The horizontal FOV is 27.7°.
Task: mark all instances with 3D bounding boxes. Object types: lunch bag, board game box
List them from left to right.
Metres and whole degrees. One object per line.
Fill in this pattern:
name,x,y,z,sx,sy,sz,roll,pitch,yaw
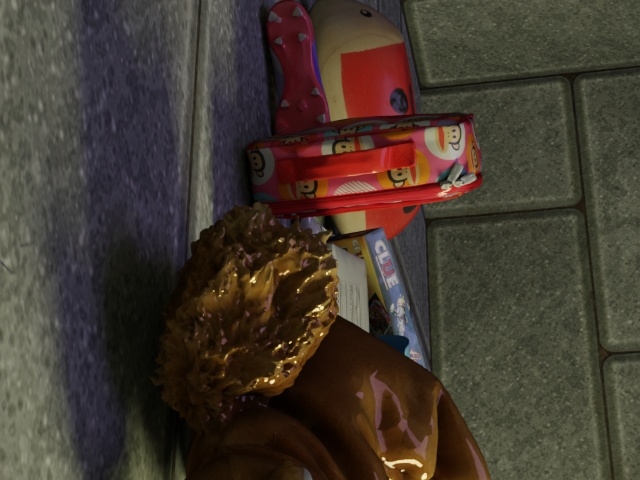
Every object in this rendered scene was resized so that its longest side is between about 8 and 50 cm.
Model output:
board game box,0.053,0.111,1.818,0.042,0.165,0.243,-23,99,-42
lunch bag,0.057,-0.099,1.668,0.258,0.293,0.120,-26,110,-75

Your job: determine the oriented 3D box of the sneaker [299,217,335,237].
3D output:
sneaker,0.000,0.000,1.973,0.152,0.061,0.054,70,19,-52

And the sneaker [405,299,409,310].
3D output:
sneaker,0.062,0.099,2.110,0.236,0.095,0.105,-29,109,-60

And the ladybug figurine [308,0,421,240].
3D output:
ladybug figurine,0.081,-0.195,2.203,0.305,0.162,0.449,-57,139,-75

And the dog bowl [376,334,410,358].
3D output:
dog bowl,0.030,0.206,1.643,0.297,0.166,0.074,-46,120,-68

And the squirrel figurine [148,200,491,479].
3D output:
squirrel figurine,-0.058,0.173,1.147,0.397,0.281,0.370,71,21,-1

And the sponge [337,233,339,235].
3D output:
sponge,0.038,0.063,2.248,0.210,0.031,0.117,-55,138,-74

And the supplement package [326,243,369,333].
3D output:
supplement package,-0.025,0.082,1.546,0.244,0.139,0.134,29,58,-79

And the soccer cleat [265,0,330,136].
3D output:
soccer cleat,-0.032,-0.219,1.853,0.095,0.083,0.248,-53,135,-82
